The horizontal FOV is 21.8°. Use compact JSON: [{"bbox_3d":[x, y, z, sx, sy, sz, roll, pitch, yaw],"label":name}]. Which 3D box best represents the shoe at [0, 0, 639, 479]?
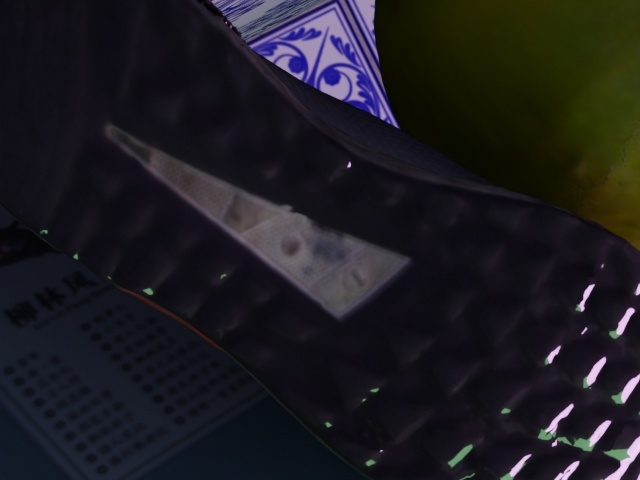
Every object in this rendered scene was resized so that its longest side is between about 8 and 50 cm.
[{"bbox_3d":[0.000,0.000,0.705,0.132,0.336,0.171,-58,-166,3],"label":"shoe"}]

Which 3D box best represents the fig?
[{"bbox_3d":[0.159,-0.112,0.726,0.258,0.258,0.326,-28,171,-12],"label":"fig"}]

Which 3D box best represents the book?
[{"bbox_3d":[-0.102,0.045,0.758,0.264,0.379,0.031,-28,144,-31],"label":"book"}]
